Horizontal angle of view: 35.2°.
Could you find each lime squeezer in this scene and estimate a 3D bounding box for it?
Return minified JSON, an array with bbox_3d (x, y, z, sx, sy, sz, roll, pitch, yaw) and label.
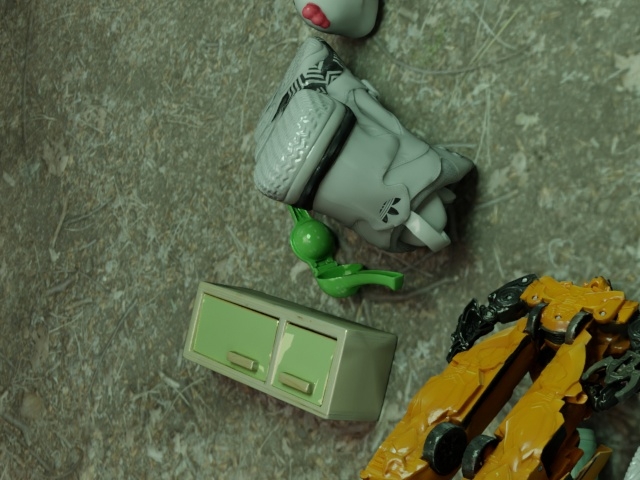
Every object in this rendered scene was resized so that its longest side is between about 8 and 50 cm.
[{"bbox_3d":[0.000,0.000,1.174,0.059,0.110,0.310,-30,45,-11],"label":"lime squeezer"}]

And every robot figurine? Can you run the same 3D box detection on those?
[{"bbox_3d":[0.178,0.139,0.882,0.211,0.085,0.291,14,48,45],"label":"robot figurine"}]

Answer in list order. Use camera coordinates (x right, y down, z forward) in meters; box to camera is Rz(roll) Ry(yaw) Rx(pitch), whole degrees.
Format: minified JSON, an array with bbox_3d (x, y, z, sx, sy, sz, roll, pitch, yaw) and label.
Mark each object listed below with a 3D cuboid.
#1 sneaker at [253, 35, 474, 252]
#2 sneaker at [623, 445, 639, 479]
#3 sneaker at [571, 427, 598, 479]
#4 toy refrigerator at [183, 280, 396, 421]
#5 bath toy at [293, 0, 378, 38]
[{"bbox_3d":[0.042,-0.101,1.129,0.137,0.210,0.366,-56,14,21],"label":"sneaker"},{"bbox_3d":[0.299,0.233,0.755,0.153,0.101,0.268,11,53,36],"label":"sneaker"},{"bbox_3d":[0.238,0.247,0.879,0.256,0.094,0.151,15,89,45],"label":"sneaker"},{"bbox_3d":[-0.046,0.126,1.193,0.269,0.094,0.102,15,92,46],"label":"toy refrigerator"},{"bbox_3d":[0.080,-0.356,1.113,0.151,0.129,0.348,47,125,-2],"label":"bath toy"}]
